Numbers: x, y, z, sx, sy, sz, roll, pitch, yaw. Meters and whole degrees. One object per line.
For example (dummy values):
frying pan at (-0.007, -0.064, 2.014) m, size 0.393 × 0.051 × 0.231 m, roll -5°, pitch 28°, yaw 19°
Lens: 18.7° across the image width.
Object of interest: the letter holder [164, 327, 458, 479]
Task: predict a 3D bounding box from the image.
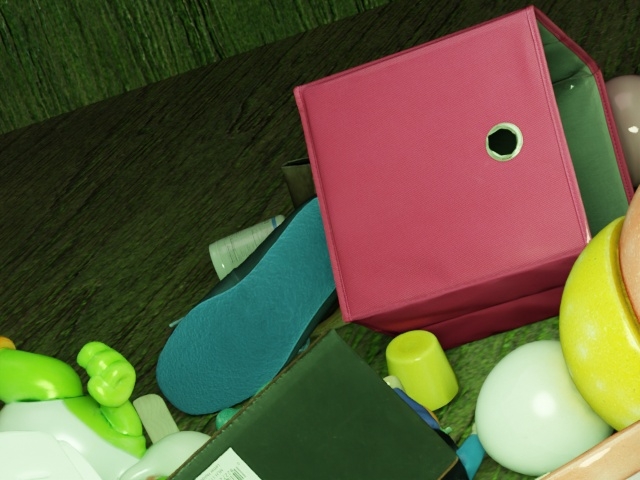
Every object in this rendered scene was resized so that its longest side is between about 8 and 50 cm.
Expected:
letter holder at (-0.068, 0.248, 1.555) m, size 0.302 × 0.152 × 0.214 m, roll -41°, pitch -6°, yaw -42°

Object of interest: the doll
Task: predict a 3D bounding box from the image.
doll at (0.090, 0.189, 1.730) m, size 0.129 × 0.046 × 0.189 m, roll -19°, pitch 36°, yaw -15°

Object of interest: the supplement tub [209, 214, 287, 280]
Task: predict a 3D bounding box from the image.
supplement tub at (-0.083, 0.016, 2.535) m, size 0.107 × 0.071 × 0.071 m, roll -23°, pitch 17°, yaw 7°

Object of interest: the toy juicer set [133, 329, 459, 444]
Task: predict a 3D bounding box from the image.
toy juicer set at (-0.025, 0.204, 1.886) m, size 0.329 × 0.089 × 0.209 m, roll -13°, pitch 32°, yaw 9°

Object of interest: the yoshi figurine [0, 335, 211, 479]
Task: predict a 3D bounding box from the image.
yoshi figurine at (-0.199, 0.209, 1.704) m, size 0.362 × 0.203 × 0.203 m, roll 21°, pitch 55°, yaw 8°

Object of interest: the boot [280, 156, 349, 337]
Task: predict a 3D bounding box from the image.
boot at (0.000, 0.000, 2.234) m, size 0.248 × 0.207 × 0.090 m, roll -11°, pitch 21°, yaw 38°

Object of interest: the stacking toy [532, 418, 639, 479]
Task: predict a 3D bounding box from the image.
stacking toy at (0.153, 0.267, 1.490) m, size 0.309 × 0.130 × 0.279 m, roll -27°, pitch -9°, yaw -20°

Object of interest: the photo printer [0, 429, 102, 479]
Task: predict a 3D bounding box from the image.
photo printer at (-0.189, 0.324, 1.343) m, size 0.107 × 0.307 × 0.256 m, roll -5°, pitch 27°, yaw -29°

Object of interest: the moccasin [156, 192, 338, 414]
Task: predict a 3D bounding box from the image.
moccasin at (-0.040, 0.069, 2.144) m, size 0.342 × 0.138 × 0.117 m, roll -41°, pitch 0°, yaw 26°

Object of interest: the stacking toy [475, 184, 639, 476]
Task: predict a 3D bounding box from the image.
stacking toy at (0.312, 0.053, 1.595) m, size 0.480 × 0.350 × 0.350 m, roll -32°, pitch 11°, yaw 31°

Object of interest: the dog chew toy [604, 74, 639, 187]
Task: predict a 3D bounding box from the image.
dog chew toy at (0.259, -0.095, 2.206) m, size 0.332 × 0.207 × 0.206 m, roll -18°, pitch 16°, yaw -5°

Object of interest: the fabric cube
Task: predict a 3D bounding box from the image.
fabric cube at (0.158, -0.053, 1.948) m, size 0.258 × 0.254 × 0.259 m, roll -17°, pitch -16°, yaw 20°
